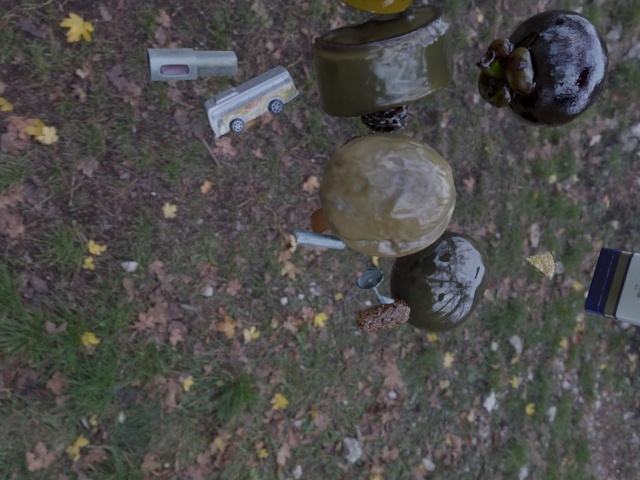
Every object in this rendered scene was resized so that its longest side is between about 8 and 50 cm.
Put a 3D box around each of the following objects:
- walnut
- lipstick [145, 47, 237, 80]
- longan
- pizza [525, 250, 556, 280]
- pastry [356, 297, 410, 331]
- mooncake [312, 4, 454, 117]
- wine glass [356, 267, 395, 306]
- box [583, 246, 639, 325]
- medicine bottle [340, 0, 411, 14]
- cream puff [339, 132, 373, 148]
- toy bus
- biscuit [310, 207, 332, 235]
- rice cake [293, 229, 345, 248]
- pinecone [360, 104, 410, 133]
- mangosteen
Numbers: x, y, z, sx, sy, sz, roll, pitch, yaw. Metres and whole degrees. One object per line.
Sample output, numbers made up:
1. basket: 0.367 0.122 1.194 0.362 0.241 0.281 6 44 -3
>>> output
1. walnut: 0.180 -0.128 1.489 0.381 0.381 0.381 -14 108 -50
2. lipstick: -0.376 -0.517 1.615 0.253 0.077 0.079 -8 136 -23
3. longan: 0.429 0.142 2.000 0.405 0.336 0.404 -17 115 -42
4. pizza: 0.747 0.076 1.876 0.026 0.109 0.123 106 3 -53
5. pastry: 0.191 0.225 1.651 0.063 0.170 0.087 81 -9 -72
6. mooncake: 0.184 -0.521 1.585 0.394 0.393 0.246 -35 124 -30
7. wine glass: 0.196 0.183 1.840 0.122 0.122 0.182 -53 133 -31
8. box: 0.758 0.120 1.261 0.071 0.259 0.168 19 88 -41
9. medicine bottle: 0.149 -0.736 1.390 0.238 0.238 0.232 -47 162 -36
10. cream puff: 0.202 -0.281 2.226 0.228 0.351 0.350 -86 160 -56
11. toy bus: -0.197 -0.389 1.541 0.268 0.092 0.106 -27 126 -4
12. biscuit: 0.058 -0.062 1.837 0.186 0.192 0.036 -95 160 -45
13. rice cake: 0.000 -0.001 1.515 0.208 0.033 0.033 9 118 -48
14. pinecone: 0.242 -0.494 2.033 0.184 0.179 0.204 -23 138 -50
15. mangosteen: 0.581 -0.455 1.475 0.307 0.347 0.306 174 -90 -88
